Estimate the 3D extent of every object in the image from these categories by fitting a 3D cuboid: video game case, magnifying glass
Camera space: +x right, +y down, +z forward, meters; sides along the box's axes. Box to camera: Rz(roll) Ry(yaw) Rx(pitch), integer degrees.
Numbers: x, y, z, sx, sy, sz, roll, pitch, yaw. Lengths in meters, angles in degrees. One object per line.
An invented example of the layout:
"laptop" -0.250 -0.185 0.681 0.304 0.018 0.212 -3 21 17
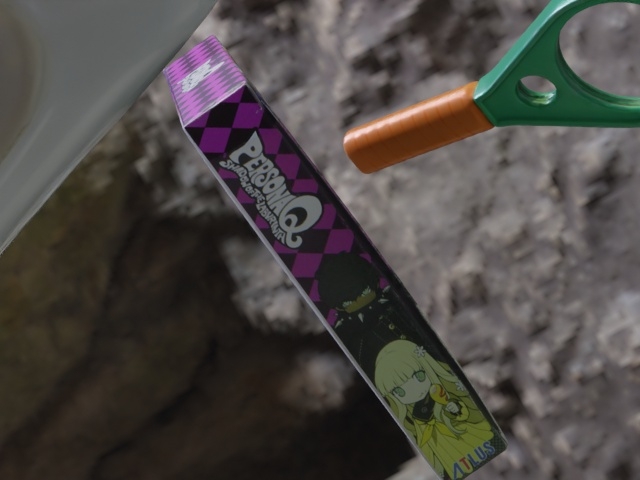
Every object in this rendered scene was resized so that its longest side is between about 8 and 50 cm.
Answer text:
"video game case" 0.000 0.000 0.913 0.210 0.042 0.232 54 -179 -14
"magnifying glass" 0.109 -0.081 0.983 0.092 0.231 0.026 48 -136 -29

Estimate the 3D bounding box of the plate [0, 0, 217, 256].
"plate" -0.204 -0.035 0.496 0.277 0.278 0.045 31 -162 -31
